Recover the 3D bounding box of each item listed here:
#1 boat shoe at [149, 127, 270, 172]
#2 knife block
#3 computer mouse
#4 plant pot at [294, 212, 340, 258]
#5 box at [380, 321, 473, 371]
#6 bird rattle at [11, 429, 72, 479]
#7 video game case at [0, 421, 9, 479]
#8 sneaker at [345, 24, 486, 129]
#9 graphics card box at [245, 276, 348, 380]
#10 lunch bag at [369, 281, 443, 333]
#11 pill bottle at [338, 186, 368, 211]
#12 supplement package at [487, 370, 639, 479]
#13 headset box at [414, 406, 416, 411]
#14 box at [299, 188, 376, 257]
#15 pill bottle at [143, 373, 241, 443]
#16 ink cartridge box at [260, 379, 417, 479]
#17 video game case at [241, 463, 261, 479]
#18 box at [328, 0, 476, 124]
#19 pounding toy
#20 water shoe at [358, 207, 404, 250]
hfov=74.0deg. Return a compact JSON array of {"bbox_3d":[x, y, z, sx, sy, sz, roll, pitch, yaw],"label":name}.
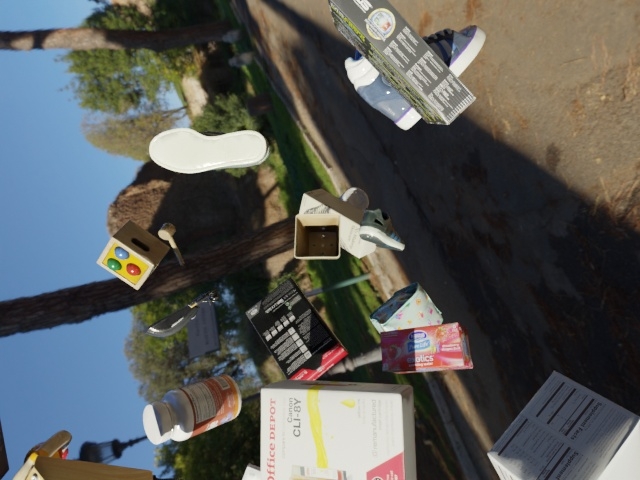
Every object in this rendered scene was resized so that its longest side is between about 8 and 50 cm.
[{"bbox_3d":[-0.288,-0.235,1.128,0.099,0.320,0.116,-22,-69,-81],"label":"boat shoe"},{"bbox_3d":[-0.379,0.488,0.808,0.276,0.088,0.242,36,-169,15],"label":"knife block"},{"bbox_3d":[-0.442,0.249,1.399,0.060,0.262,0.184,60,152,5],"label":"computer mouse"},{"bbox_3d":[0.000,0.000,1.052,0.096,0.109,0.108,59,-149,-73],"label":"plant pot"},{"bbox_3d":[0.327,0.341,1.331,0.123,0.257,0.128,31,-128,-52],"label":"box"},{"bbox_3d":[-0.698,0.572,1.061,0.143,0.207,0.253,39,-179,8],"label":"bird rattle"},{"bbox_3d":[-0.814,0.501,0.984,0.196,0.026,0.274,-96,9,-72],"label":"video game case"},{"bbox_3d":[0.201,-0.432,0.954,0.236,0.322,0.130,41,169,-8],"label":"sneaker"},{"bbox_3d":[-0.095,0.347,1.604,0.371,0.233,0.094,49,177,30],"label":"graphics card box"},{"bbox_3d":[0.376,0.332,1.804,0.223,0.262,0.160,53,166,-14],"label":"lunch bag"},{"bbox_3d":[0.111,-0.132,1.755,0.187,0.112,0.112,-42,62,60],"label":"pill bottle"},{"bbox_3d":[0.450,0.410,0.764,0.145,0.204,0.261,29,157,52],"label":"supplement package"},{"bbox_3d":[0.313,0.647,1.583,0.032,0.062,0.083,10,-79,-61],"label":"headset box"},{"bbox_3d":[0.061,-0.061,1.389,0.275,0.094,0.113,32,124,31],"label":"box"},{"bbox_3d":[-0.315,0.419,1.056,0.121,0.216,0.121,3,94,42],"label":"pill bottle"},{"bbox_3d":[0.042,0.522,1.110,0.160,0.385,0.279,26,-119,-65],"label":"ink cartridge box"},{"bbox_3d":[-0.162,0.794,1.294,0.022,0.191,0.173,-35,-34,-88],"label":"video game case"},{"bbox_3d":[0.132,-0.318,0.737,0.270,0.060,0.216,44,-166,-7],"label":"box"},{"bbox_3d":[-0.453,0.038,1.108,0.181,0.206,0.094,38,-144,-14],"label":"pounding toy"},{"bbox_3d":[0.158,-0.026,1.017,0.203,0.073,0.080,21,-101,-62],"label":"water shoe"}]
